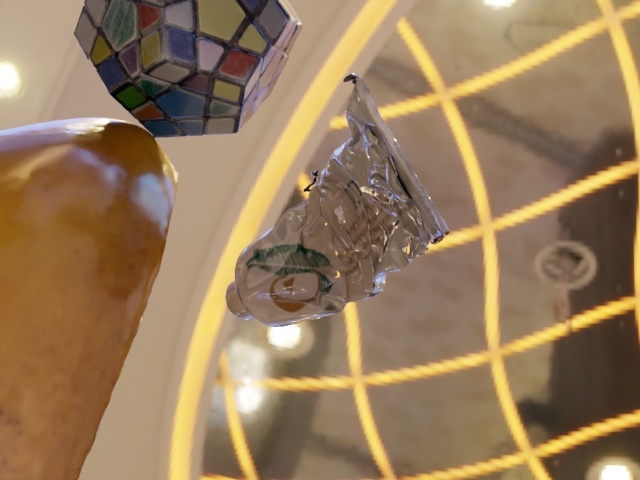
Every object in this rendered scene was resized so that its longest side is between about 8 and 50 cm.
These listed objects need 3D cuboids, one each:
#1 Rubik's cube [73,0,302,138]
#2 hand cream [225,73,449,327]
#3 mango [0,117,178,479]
[{"bbox_3d":[-0.064,-0.103,0.725,0.093,0.111,0.111,30,-50,4],"label":"Rubik's cube"},{"bbox_3d":[0.003,-0.001,0.754,0.050,0.084,0.257,-20,-11,-24],"label":"hand cream"},{"bbox_3d":[-0.190,0.087,0.711,0.199,0.201,0.350,32,-88,-35],"label":"mango"}]
